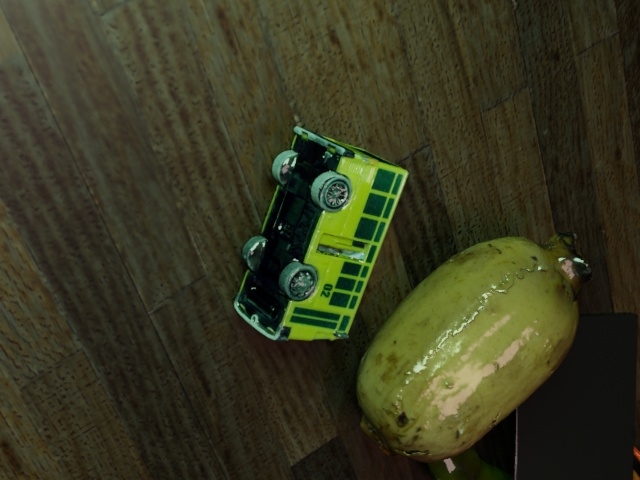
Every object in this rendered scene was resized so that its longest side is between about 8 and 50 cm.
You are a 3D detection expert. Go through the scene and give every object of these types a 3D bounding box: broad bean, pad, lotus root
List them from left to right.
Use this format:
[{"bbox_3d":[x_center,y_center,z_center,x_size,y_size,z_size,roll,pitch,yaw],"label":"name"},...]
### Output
[{"bbox_3d":[0.152,0.096,1.024,0.284,0.146,0.160,-41,147,-3],"label":"lotus root"},{"bbox_3d":[0.184,0.272,1.183,0.254,0.046,0.065,31,77,-40],"label":"broad bean"},{"bbox_3d":[0.295,0.236,1.204,0.202,0.005,0.300,0,91,-34],"label":"pad"}]

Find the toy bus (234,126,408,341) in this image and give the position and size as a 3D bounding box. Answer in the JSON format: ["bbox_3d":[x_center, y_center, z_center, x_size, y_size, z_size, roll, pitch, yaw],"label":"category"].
[{"bbox_3d":[0.000,0.000,0.912,0.101,0.088,0.175,12,103,-38],"label":"toy bus"}]

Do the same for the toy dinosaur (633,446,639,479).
[{"bbox_3d":[0.445,0.345,1.345,0.070,0.117,0.288,-33,128,-17],"label":"toy dinosaur"}]
